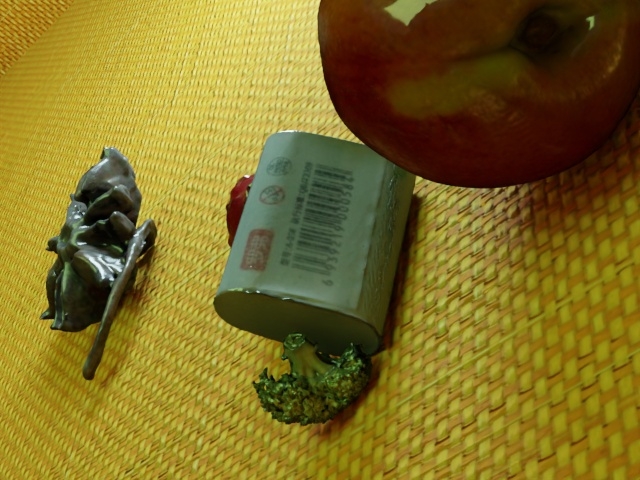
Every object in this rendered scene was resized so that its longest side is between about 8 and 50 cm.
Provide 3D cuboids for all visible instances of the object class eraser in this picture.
[{"bbox_3d":[0.000,0.000,1.307,0.081,0.174,0.227,105,180,-50],"label":"eraser"}]

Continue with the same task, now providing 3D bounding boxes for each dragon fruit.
[{"bbox_3d":[-0.050,-0.021,1.464,0.136,0.133,0.166,-17,24,-20],"label":"dragon fruit"}]

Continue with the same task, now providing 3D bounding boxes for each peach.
[{"bbox_3d":[0.143,-0.199,1.160,0.308,0.307,0.332,-51,27,4],"label":"peach"}]

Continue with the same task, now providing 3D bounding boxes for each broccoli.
[{"bbox_3d":[-0.005,0.132,1.222,0.097,0.092,0.095,-6,25,43],"label":"broccoli"}]

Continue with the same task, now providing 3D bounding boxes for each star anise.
[{"bbox_3d":[-0.332,0.036,1.893,0.316,0.139,0.360,-13,61,65],"label":"star anise"}]
